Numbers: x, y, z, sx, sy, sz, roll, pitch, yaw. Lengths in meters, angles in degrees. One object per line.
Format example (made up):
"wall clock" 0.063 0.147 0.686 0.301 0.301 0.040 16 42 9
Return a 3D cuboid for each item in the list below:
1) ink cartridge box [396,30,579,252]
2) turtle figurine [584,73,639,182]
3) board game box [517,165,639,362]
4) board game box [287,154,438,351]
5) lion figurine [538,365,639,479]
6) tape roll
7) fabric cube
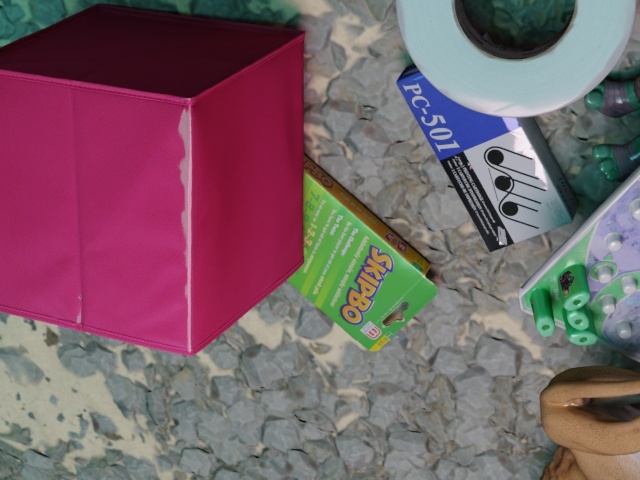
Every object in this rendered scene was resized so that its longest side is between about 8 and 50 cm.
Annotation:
"ink cartridge box" 0.169 -0.097 1.620 0.097 0.046 0.207 -22 108 28
"turtle figurine" 0.352 -0.149 1.470 0.118 0.175 0.234 37 134 -24
"board game box" 0.448 0.018 1.483 0.390 0.050 0.390 23 127 -25
"board game box" 0.000 0.000 1.741 0.259 0.039 0.124 42 124 -2
"lion figurine" 0.292 0.204 1.581 0.240 0.142 0.392 7 141 27
"tape roll" 0.182 -0.227 1.496 0.219 0.072 0.219 3 106 9
"fabric cube" -0.178 -0.071 1.609 0.259 0.254 0.258 11 116 23
